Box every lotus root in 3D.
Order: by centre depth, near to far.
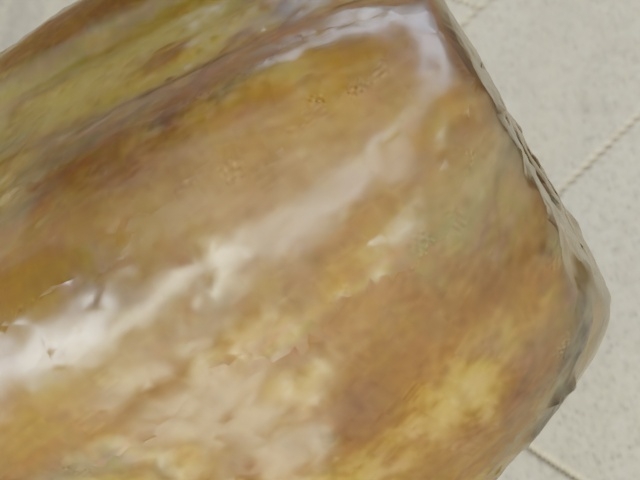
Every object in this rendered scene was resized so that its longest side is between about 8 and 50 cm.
[{"bbox_3d":[0.000,0.000,0.676,0.250,0.316,0.316,-34,38,20],"label":"lotus root"}]
